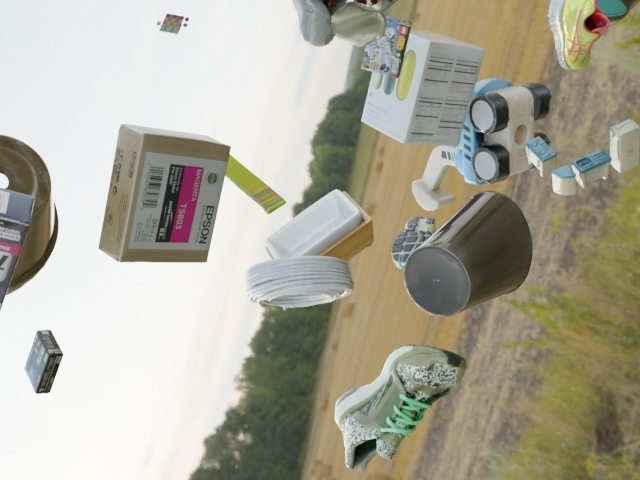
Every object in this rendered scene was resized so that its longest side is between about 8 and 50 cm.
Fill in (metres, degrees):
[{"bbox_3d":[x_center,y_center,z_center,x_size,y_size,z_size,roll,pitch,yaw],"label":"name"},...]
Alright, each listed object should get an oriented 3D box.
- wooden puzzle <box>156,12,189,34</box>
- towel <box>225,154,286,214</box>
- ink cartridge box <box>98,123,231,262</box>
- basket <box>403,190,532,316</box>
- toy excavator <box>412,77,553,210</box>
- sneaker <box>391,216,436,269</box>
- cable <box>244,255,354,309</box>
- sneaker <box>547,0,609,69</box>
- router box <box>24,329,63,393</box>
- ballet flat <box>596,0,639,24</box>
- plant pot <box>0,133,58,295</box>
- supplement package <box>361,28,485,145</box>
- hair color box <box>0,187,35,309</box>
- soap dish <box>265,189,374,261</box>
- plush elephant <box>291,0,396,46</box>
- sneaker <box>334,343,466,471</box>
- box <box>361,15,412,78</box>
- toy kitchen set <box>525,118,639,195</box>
[{"bbox_3d":[-0.352,-0.514,1.854,0.006,0.083,0.049,52,-124,-66],"label":"wooden puzzle"},{"bbox_3d":[-0.211,-0.168,2.281,0.021,0.237,0.102,-57,-13,31],"label":"towel"},{"bbox_3d":[-0.280,-0.080,1.413,0.193,0.088,0.234,1,-73,-43],"label":"ink cartridge box"},{"bbox_3d":[0.259,0.036,1.383,0.227,0.154,0.204,-24,-67,-49],"label":"basket"},{"bbox_3d":[0.441,-0.269,2.305,0.445,0.222,0.433,25,128,53],"label":"toy excavator"},{"bbox_3d":[0.273,0.023,2.164,0.275,0.107,0.110,-45,-49,-59],"label":"sneaker"},{"bbox_3d":[-0.049,0.097,1.827,0.257,0.257,0.089,39,-135,-71],"label":"cable"},{"bbox_3d":[0.473,-0.373,1.406,0.208,0.094,0.081,36,-117,-57],"label":"sneaker"},{"bbox_3d":[-0.653,0.286,1.839,0.092,0.038,0.122,44,119,39],"label":"router box"},{"bbox_3d":[0.667,-0.540,1.821,0.316,0.107,0.106,-30,-16,-36],"label":"ballet flat"},{"bbox_3d":[-0.666,-0.068,1.558,0.280,0.323,0.323,-31,40,54],"label":"plant pot"},{"bbox_3d":[0.265,-0.406,2.051,0.199,0.198,0.262,38,122,48],"label":"supplement package"},{"bbox_3d":[-0.644,0.064,1.385,0.347,0.174,0.105,-62,26,25],"label":"hair color box"},{"bbox_3d":[0.000,0.000,2.214,0.118,0.291,0.229,56,178,-30],"label":"soap dish"},{"bbox_3d":[0.077,-0.510,1.507,0.330,0.255,0.272,-127,48,-60],"label":"plush elephant"},{"bbox_3d":[0.170,0.367,1.636,0.410,0.158,0.182,-51,26,43],"label":"sneaker"},{"bbox_3d":[0.154,-0.455,1.828,0.027,0.094,0.137,-67,-9,-48],"label":"box"},{"bbox_3d":[0.619,-0.227,1.857,0.166,0.207,0.122,-118,5,-45],"label":"toy kitchen set"}]
